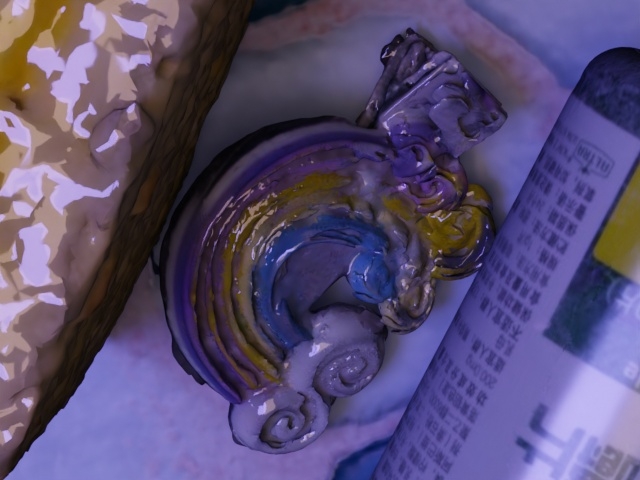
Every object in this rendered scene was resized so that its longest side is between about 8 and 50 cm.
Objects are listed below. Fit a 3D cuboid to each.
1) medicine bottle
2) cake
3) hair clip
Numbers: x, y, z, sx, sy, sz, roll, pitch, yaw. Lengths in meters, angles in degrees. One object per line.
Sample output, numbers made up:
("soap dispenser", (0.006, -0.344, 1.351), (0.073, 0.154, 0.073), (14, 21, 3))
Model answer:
("medicine bottle", (0.097, 0.086, 0.709), (0.141, 0.141, 0.293), (27, 102, 0))
("cake", (-0.177, -0.087, 0.662), (0.286, 0.227, 0.222), (24, 97, -1))
("hair clip", (0.000, 0.000, 0.742), (0.116, 0.049, 0.172), (38, 95, -27))
